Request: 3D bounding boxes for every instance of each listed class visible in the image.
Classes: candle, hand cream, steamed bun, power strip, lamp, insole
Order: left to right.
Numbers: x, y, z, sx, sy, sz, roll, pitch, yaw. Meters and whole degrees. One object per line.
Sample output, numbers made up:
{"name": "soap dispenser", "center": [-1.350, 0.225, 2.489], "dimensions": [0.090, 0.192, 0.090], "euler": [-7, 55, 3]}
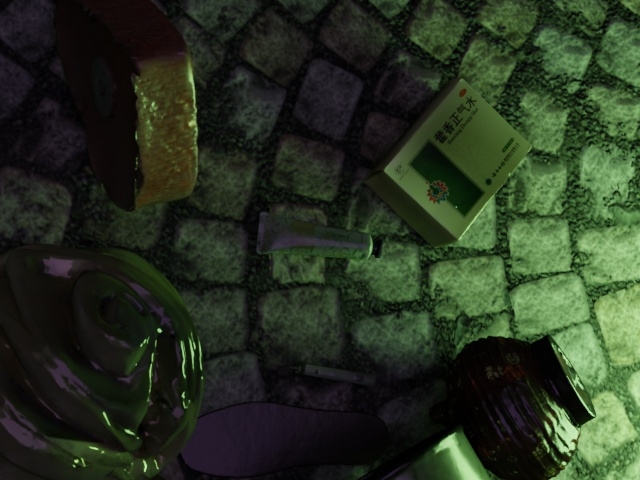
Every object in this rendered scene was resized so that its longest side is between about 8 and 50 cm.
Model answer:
{"name": "steamed bun", "center": [-0.295, 0.164, 1.349], "dimensions": [0.352, 0.247, 0.339], "euler": [-3, 79, -47]}
{"name": "candle", "center": [-0.246, -0.213, 1.438], "dimensions": [0.131, 0.287, 0.316], "euler": [-19, 86, -25]}
{"name": "insole", "center": [-0.048, 0.295, 1.572], "dimensions": [0.328, 0.007, 0.111], "euler": [2, 83, -18]}
{"name": "hand cream", "center": [0.000, 0.000, 1.613], "dimensions": [0.195, 0.042, 0.067], "euler": [8, 81, -13]}
{"name": "power strip", "center": [0.018, 0.199, 1.585], "dimensions": [0.136, 0.051, 0.019], "euler": [12, 86, -16]}
{"name": "lamp", "center": [0.281, 0.252, 1.580], "dimensions": [0.247, 0.247, 0.246], "euler": [3, 81, -18]}

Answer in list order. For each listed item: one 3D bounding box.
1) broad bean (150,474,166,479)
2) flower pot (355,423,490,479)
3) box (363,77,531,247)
{"name": "broad bean", "center": [-0.290, 0.433, 1.427], "dimensions": [0.189, 0.121, 0.263], "euler": [32, 59, -6]}
{"name": "flower pot", "center": [0.151, 0.456, 1.428], "dimensions": [0.294, 0.293, 0.330], "euler": [-29, 78, -20]}
{"name": "box", "center": [0.200, -0.122, 1.670], "dimensions": [0.168, 0.095, 0.212], "euler": [42, 72, -6]}
